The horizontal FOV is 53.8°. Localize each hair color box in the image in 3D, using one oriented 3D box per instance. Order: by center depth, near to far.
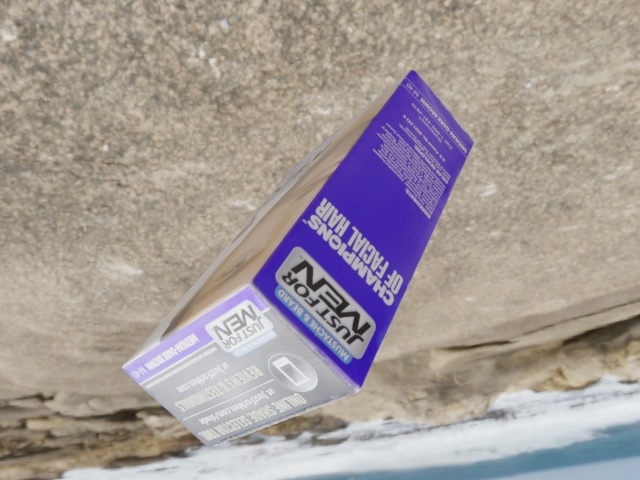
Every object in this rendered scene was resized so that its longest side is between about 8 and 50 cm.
[{"bbox_3d":[0.000,0.000,0.556,0.110,0.339,0.185,45,133,-12],"label":"hair color box"}]
